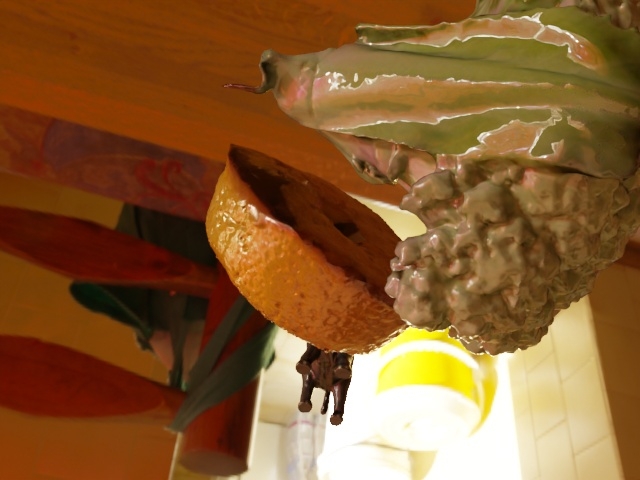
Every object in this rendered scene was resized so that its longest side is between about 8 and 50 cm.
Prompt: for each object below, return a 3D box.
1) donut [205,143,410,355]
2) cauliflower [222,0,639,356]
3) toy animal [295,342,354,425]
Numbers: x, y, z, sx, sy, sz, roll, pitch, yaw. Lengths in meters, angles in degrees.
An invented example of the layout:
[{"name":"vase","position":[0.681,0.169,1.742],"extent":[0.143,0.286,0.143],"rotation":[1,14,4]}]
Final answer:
[{"name":"donut","position":[0.002,0.002,0.669],"extent":[0.253,0.254,0.118],"rotation":[29,112,-26]},{"name":"cauliflower","position":[0.088,-0.073,0.460],"extent":[0.315,0.239,0.257],"rotation":[21,118,18]},{"name":"toy animal","position":[0.012,0.153,1.019],"extent":[0.082,0.137,0.270],"rotation":[7,121,5]}]
